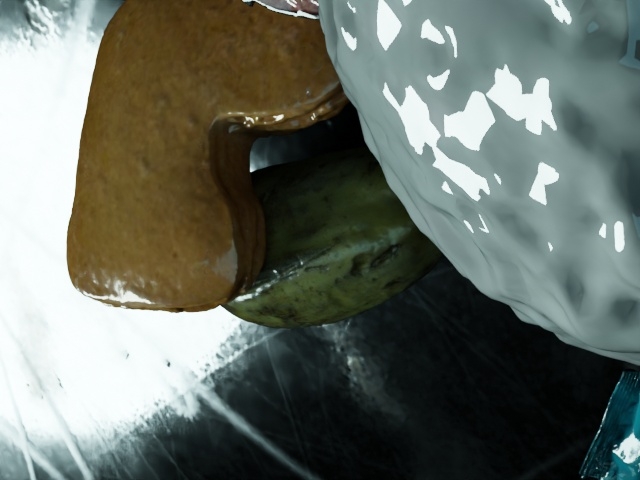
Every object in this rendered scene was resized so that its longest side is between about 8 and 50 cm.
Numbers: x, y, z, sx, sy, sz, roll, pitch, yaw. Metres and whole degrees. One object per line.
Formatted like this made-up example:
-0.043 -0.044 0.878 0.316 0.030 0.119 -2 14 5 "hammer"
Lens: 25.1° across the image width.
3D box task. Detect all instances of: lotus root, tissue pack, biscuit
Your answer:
0.000 0.000 0.777 0.179 0.080 0.089 -13 75 35 "lotus root"
0.209 0.116 0.733 0.138 0.028 0.085 25 128 16 "tissue pack"
-0.059 -0.054 0.759 0.186 0.036 0.192 6 86 37 "biscuit"

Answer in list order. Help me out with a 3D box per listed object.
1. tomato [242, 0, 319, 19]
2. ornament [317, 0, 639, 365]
0.003 -0.218 0.663 0.225 0.085 0.225 18 125 28 "tomato"
0.155 -0.120 0.452 0.337 0.337 0.337 15 121 27 "ornament"
